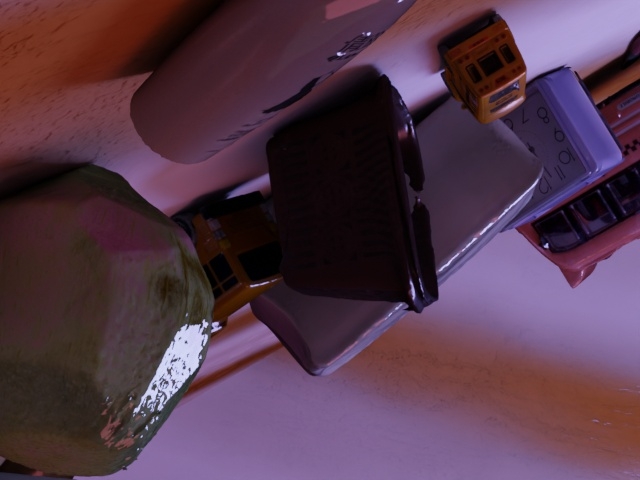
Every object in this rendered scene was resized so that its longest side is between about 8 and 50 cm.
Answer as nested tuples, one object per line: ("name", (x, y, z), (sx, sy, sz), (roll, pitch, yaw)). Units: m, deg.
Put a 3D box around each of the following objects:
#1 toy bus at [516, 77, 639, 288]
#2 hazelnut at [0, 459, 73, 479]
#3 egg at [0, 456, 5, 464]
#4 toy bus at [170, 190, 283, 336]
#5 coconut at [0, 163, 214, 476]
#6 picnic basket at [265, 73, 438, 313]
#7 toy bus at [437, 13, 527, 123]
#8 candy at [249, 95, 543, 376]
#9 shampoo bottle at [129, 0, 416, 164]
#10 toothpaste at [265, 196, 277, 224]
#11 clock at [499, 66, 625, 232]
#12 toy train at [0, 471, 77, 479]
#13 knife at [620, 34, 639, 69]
("toy bus", (0.462, -0.127, 2.339), (0.427, 0.233, 0.203), (-32, 177, 23))
("hazelnut", (-0.304, 0.169, 1.615), (0.210, 0.186, 0.210), (-32, 152, -20))
("egg", (-0.346, 0.153, 1.424), (0.201, 0.164, 0.164), (-30, 173, -6))
("toy bus", (-0.129, 0.042, 1.686), (0.201, 0.114, 0.098), (-35, 170, 38))
("coconut", (-0.178, 0.053, 1.222), (0.205, 0.235, 0.236), (-6, -173, 34))
("picnic basket", (0.031, -0.033, 1.570), (0.129, 0.222, 0.297), (-8, 175, 7))
("toy bus", (0.160, -0.160, 1.588), (0.070, 0.074, 0.162), (-31, 172, 2))
("candy", (0.085, -0.006, 1.860), (0.359, 0.145, 0.208), (-42, 173, -3))
("shampoo bottle", (-0.013, -0.137, 1.029), (0.257, 0.078, 0.127), (-36, 170, 37))
("toothpaste", (-0.049, -0.033, 1.821), (0.205, 0.036, 0.056), (-30, 179, 34))
("clock", (0.273, -0.111, 2.102), (0.073, 0.144, 0.193), (-22, 170, -46))
("toy train", (-0.424, 0.245, 1.509), (0.407, 0.088, 0.086), (4, 135, 5))
("knife", (0.431, -0.259, 2.238), (0.035, 0.018, 0.247), (-33, 176, 1))
